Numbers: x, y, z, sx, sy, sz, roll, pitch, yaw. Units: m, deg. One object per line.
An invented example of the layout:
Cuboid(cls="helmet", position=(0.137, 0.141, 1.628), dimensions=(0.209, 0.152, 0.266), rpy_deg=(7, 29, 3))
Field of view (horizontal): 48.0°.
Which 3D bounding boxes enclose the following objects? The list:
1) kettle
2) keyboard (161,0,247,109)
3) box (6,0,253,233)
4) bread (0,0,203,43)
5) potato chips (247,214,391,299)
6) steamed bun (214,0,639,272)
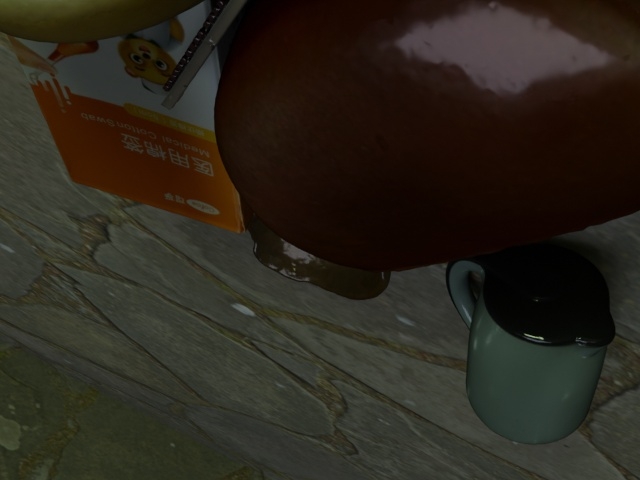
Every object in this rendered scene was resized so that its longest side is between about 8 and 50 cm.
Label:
Cuboid(cls="kettle", position=(0.239, 0.105, 0.871), dimensions=(0.221, 0.161, 0.236), rpy_deg=(43, 160, 33))
Cuboid(cls="keyboard", position=(-0.073, -0.155, 0.510), dimensions=(0.017, 0.055, 0.166), rpy_deg=(32, 141, -18))
Cuboid(cls="box", position=(-0.163, -0.176, 0.713), dimensions=(0.224, 0.144, 0.341), rpy_deg=(17, 147, 11))
Cuboid(cls="bread", position=(-0.164, -0.292, 0.448), dimensions=(0.332, 0.333, 0.160), rpy_deg=(27, -172, -4))
Cuboid(cls="potato chips", position=(0.001, -0.001, 0.941), dimensions=(0.195, 0.062, 0.208), rpy_deg=(40, 146, -15))
Cuboid(cls="steamed bun", position=(0.075, -0.136, 0.523), dimensions=(0.248, 0.235, 0.379), rpy_deg=(37, 148, -25))
